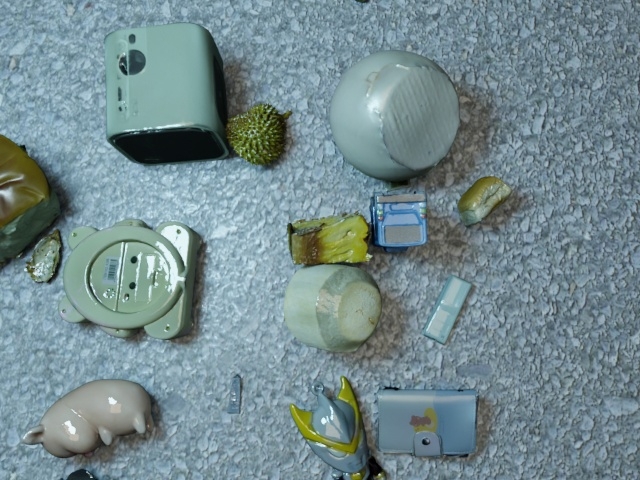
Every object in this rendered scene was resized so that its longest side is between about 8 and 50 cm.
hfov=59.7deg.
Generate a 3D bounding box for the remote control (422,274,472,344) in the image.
[{"bbox_3d":[0.303,0.164,1.330,0.061,0.029,0.162,25,83,7],"label":"remote control"}]

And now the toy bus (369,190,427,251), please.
[{"bbox_3d":[0.172,-0.040,1.269,0.116,0.234,0.134,-3,89,1],"label":"toy bus"}]

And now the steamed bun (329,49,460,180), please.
[{"bbox_3d":[0.149,-0.292,1.303,0.309,0.309,0.309,0,81,2],"label":"steamed bun"}]

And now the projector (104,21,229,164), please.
[{"bbox_3d":[-0.357,-0.333,1.316,0.248,0.248,0.249,-5,81,0],"label":"projector"}]

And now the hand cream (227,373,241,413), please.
[{"bbox_3d":[-0.203,0.364,1.319,0.030,0.019,0.093,4,83,4],"label":"hand cream"}]

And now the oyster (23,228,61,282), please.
[{"bbox_3d":[-0.671,0.042,1.378,0.086,0.029,0.132,39,81,1],"label":"oyster"}]

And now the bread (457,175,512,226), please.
[{"bbox_3d":[0.386,-0.099,1.332,0.125,0.106,0.082,-42,83,-7],"label":"bread"}]

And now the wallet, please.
[{"bbox_3d":[0.243,0.412,1.274,0.231,0.069,0.170,0,98,6],"label":"wallet"}]

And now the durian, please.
[{"bbox_3d":[-0.126,-0.266,1.364,0.208,0.102,0.146,-44,119,-39],"label":"durian"}]

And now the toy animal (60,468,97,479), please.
[{"bbox_3d":[-0.497,0.598,1.258,0.232,0.084,0.148,4,80,6],"label":"toy animal"}]

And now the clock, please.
[{"bbox_3d":[-0.451,0.089,1.326,0.309,0.114,0.284,3,83,4],"label":"clock"}]

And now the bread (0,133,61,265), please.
[{"bbox_3d":[-0.776,-0.101,1.304,0.279,0.225,0.250,-43,84,-9],"label":"bread"}]

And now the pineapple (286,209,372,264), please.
[{"bbox_3d":[0.000,0.000,1.284,0.236,0.186,0.114,-4,98,33],"label":"pineapple"}]

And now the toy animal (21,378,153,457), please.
[{"bbox_3d":[-0.509,0.397,1.252,0.250,0.166,0.154,-19,72,-8],"label":"toy animal"}]

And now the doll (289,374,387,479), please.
[{"bbox_3d":[0.048,0.468,1.255,0.145,0.103,0.316,-24,88,1],"label":"doll"}]

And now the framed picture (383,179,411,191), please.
[{"bbox_3d":[0.186,-0.171,1.398,0.066,0.006,0.089,-12,81,-1],"label":"framed picture"}]

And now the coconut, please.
[{"bbox_3d":[0.020,0.147,1.262,0.202,0.222,0.202,-3,95,-38],"label":"coconut"}]
